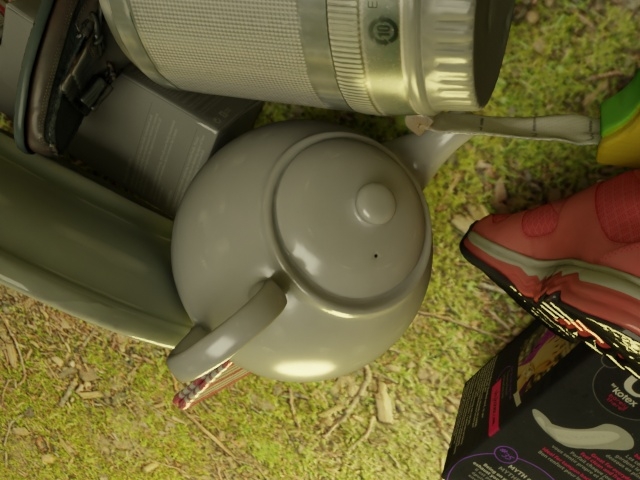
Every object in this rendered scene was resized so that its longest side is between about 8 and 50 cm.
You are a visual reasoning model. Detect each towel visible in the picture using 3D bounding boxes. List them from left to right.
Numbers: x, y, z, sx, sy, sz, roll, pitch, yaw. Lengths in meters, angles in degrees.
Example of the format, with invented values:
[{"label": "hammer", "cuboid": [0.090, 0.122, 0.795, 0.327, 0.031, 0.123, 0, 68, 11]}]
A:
[{"label": "towel", "cuboid": [-0.071, 0.114, 0.839, 0.029, 0.144, 0.197, 54, 129, 12]}]

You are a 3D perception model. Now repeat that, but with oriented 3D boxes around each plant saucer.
[{"label": "plant saucer", "cuboid": [-0.255, -0.022, 0.751, 0.400, 0.400, 0.101, 29, 88, 5]}]

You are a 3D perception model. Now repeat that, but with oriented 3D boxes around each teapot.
[{"label": "teapot", "cuboid": [0.000, 0.000, 0.639, 0.252, 0.256, 0.187, 9, 162, -24]}]

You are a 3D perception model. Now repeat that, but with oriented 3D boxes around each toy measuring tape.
[{"label": "toy measuring tape", "cuboid": [0.228, -0.116, 0.551, 0.330, 0.121, 0.121, 8, 124, 14]}]

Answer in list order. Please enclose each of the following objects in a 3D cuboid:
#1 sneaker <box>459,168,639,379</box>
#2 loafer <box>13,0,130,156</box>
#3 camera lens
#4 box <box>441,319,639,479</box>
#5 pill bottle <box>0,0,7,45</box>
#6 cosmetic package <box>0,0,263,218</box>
[{"label": "sneaker", "cuboid": [0.217, 0.008, 0.583, 0.116, 0.314, 0.136, 40, 91, -12]}, {"label": "loafer", "cuboid": [-0.183, -0.194, 0.638, 0.084, 0.096, 0.268, 15, 84, -4]}, {"label": "camera lens", "cuboid": [-0.006, -0.207, 0.539, 0.274, 0.219, 0.219, 11, 125, 19]}, {"label": "box", "cuboid": [0.263, 0.156, 0.707, 0.165, 0.143, 0.270, 35, 129, -2]}, {"label": "pill bottle", "cuboid": [-0.392, -0.178, 0.763, 0.108, 0.180, 0.108, 12, 126, 18]}, {"label": "cosmetic package", "cuboid": [-0.196, -0.140, 0.751, 0.238, 0.107, 0.127, 34, 129, 4]}]
